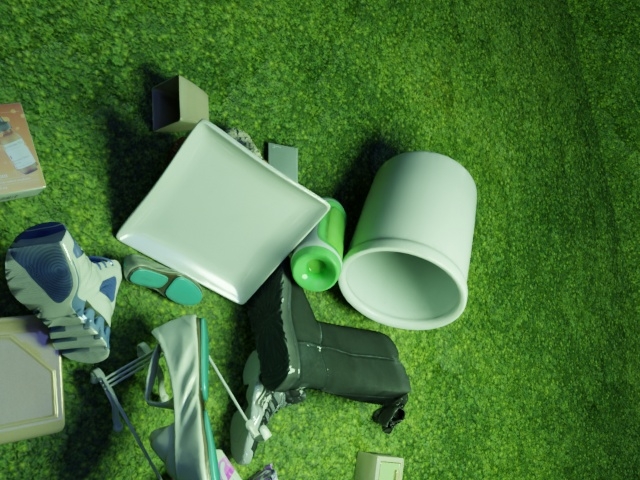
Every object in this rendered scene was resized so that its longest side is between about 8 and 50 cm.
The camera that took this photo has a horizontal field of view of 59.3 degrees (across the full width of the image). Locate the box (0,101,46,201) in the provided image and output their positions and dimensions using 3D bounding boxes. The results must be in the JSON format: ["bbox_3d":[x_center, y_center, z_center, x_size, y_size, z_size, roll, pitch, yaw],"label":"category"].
[{"bbox_3d":[-0.623,-0.163,1.073,0.130,0.091,0.170,-19,95,-37],"label":"box"}]

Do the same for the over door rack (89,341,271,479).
[{"bbox_3d":[-0.301,0.358,1.192,0.240,0.108,0.324,-29,75,-37],"label":"over door rack"}]

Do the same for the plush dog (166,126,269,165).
[{"bbox_3d":[-0.243,-0.140,1.313,0.226,0.211,0.262,-12,91,-14],"label":"plush dog"}]

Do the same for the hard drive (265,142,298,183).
[{"bbox_3d":[-0.104,-0.189,1.511,0.094,0.022,0.135,5,80,-36],"label":"hard drive"}]

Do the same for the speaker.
[{"bbox_3d":[0.000,0.000,1.414,0.131,0.131,0.296,49,23,-21],"label":"speaker"}]

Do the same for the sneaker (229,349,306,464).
[{"bbox_3d":[-0.119,0.405,1.354,0.153,0.101,0.268,21,68,-30],"label":"sneaker"}]

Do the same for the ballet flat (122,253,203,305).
[{"bbox_3d":[-0.347,0.082,1.252,0.072,0.068,0.213,-46,140,8],"label":"ballet flat"}]

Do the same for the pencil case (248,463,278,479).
[{"bbox_3d":[-0.104,0.643,1.346,0.206,0.087,0.088,67,24,-10],"label":"pencil case"}]

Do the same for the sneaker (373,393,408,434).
[{"bbox_3d":[0.217,0.488,1.603,0.170,0.089,0.051,-26,99,-37],"label":"sneaker"}]

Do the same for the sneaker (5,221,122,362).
[{"bbox_3d":[-0.476,0.072,1.083,0.182,0.128,0.315,-93,180,-49],"label":"sneaker"}]

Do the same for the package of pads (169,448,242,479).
[{"bbox_3d":[-0.230,0.624,1.202,0.296,0.101,0.229,61,33,-14],"label":"package of pads"}]

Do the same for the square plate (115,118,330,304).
[{"bbox_3d":[-0.215,-0.050,1.257,0.344,0.347,0.049,32,23,-25],"label":"square plate"}]

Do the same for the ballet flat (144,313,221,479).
[{"bbox_3d":[-0.270,0.333,1.089,0.139,0.139,0.399,13,49,-35],"label":"ballet flat"}]

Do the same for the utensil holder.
[{"bbox_3d":[0.248,-0.007,1.525,0.328,0.328,0.385,42,45,-24],"label":"utensil holder"}]

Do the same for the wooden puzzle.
[{"bbox_3d":[-0.604,0.263,1.055,0.221,0.044,0.238,-1,88,-37],"label":"wooden puzzle"}]

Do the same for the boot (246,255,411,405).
[{"bbox_3d":[0.033,0.230,1.462,0.446,0.146,0.366,17,54,-40],"label":"boot"}]

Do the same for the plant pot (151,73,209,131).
[{"bbox_3d":[-0.323,-0.311,1.320,0.096,0.109,0.109,3,81,-49],"label":"plant pot"}]

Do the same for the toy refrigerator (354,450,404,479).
[{"bbox_3d":[0.149,0.718,1.513,0.102,0.094,0.269,20,71,-33],"label":"toy refrigerator"}]
